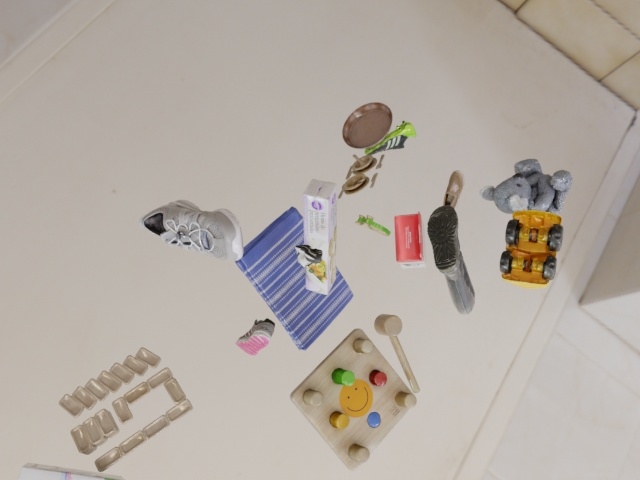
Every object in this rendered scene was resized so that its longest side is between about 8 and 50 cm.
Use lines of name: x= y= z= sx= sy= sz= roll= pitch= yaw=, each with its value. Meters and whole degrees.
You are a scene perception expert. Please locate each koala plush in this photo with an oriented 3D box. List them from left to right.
koala plush: x=0.627 y=-0.136 z=1.896 sx=0.196 sy=0.221 sz=0.203 roll=38 pitch=128 yaw=53

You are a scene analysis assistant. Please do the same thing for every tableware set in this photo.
tableware set: x=0.118 y=-0.209 z=1.859 sx=0.128 sy=0.194 sz=0.039 roll=-17 pitch=121 yaw=30

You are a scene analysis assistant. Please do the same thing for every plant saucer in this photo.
plant saucer: x=0.146 y=-0.344 z=1.850 sx=0.168 sy=0.168 sz=0.029 roll=18 pitch=166 yaw=36

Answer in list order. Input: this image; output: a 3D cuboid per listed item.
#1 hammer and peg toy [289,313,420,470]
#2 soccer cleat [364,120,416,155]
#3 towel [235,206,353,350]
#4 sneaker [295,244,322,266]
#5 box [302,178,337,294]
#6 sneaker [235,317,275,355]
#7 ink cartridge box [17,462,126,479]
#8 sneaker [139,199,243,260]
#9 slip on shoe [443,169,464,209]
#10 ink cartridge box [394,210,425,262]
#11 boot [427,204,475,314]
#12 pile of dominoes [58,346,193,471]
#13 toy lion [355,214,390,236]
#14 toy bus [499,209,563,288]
hammer and peg toy: x=0.128 y=0.365 z=1.539 sx=0.266 sy=0.361 sz=0.127 roll=53 pitch=156 yaw=-8
soccer cleat: x=0.228 y=-0.315 z=1.968 sx=0.072 sy=0.179 sz=0.060 roll=52 pitch=-166 yaw=-31
towel: x=-0.065 y=0.104 z=1.669 sx=0.040 sy=0.243 sz=0.336 roll=-3 pitch=126 yaw=54
sneaker: x=-0.023 y=0.038 z=1.324 sx=0.109 sy=0.040 sz=0.044 roll=-154 pitch=60 yaw=-67
box: x=0.000 y=0.000 z=1.466 sx=0.063 sy=0.067 sz=0.324 roll=14 pitch=135 yaw=14
sneaker: x=-0.165 y=0.248 z=1.595 sx=0.063 sy=0.075 sz=0.170 roll=37 pitch=145 yaw=-11
ink cartridge box: x=-0.527 y=0.532 z=1.280 sx=0.212 sy=0.093 sz=0.154 roll=14 pitch=159 yaw=-17
sneaker: x=-0.257 y=-0.010 z=1.210 sx=0.281 sy=0.115 sz=0.105 roll=14 pitch=115 yaw=46
slip on shoe: x=0.413 y=-0.153 z=1.906 sx=0.051 sy=0.041 sz=0.135 roll=32 pitch=124 yaw=33
ink cartridge box: x=0.259 y=0.002 z=1.750 sx=0.078 sy=0.134 sz=0.231 roll=-4 pitch=170 yaw=12
boot: x=0.310 y=0.047 z=1.402 sx=0.076 sy=0.190 sz=0.208 roll=-9 pitch=147 yaw=28
pile of dominoes: x=-0.433 y=0.371 z=1.359 sx=0.196 sy=0.251 sz=0.040 roll=53 pitch=168 yaw=22
toy lion: x=0.164 y=-0.041 z=1.841 sx=0.096 sy=0.034 sz=0.100 roll=31 pitch=174 yaw=-18
toy bus: x=0.605 y=0.054 z=1.743 sx=0.149 sy=0.220 sz=0.211 roll=9 pitch=157 yaw=24
